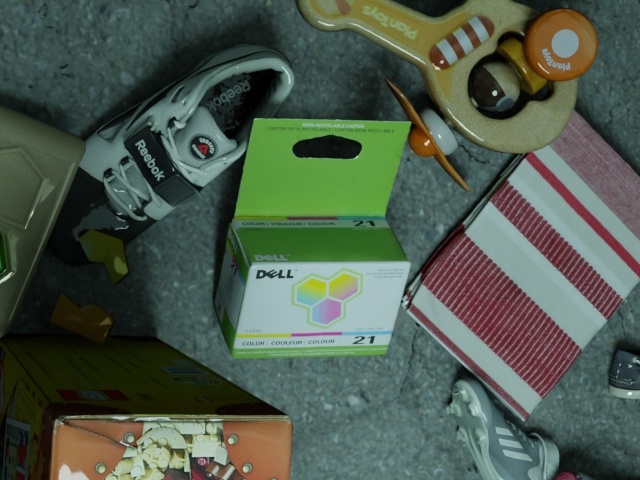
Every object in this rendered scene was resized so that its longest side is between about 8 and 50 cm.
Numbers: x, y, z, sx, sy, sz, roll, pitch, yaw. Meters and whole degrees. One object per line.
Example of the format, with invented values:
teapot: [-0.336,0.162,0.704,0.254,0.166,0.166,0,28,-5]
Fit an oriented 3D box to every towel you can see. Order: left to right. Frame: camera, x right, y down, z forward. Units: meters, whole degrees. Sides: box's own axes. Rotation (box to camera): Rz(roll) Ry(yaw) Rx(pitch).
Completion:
towel: [0.275,0.027,1.595,0.237,0.037,0.329,43,82,-18]

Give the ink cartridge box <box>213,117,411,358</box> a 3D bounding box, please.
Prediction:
ink cartridge box: [0.000,0.000,1.405,0.189,0.097,0.255,0,127,-19]

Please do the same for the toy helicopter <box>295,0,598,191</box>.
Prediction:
toy helicopter: [0.127,-0.208,1.501,0.355,0.140,0.235,25,94,-8]

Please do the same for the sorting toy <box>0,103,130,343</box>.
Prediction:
sorting toy: [-0.336,-0.021,1.328,0.307,0.041,0.229,22,85,2]

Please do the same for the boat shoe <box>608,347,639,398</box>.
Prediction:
boat shoe: [0.465,0.160,1.647,0.206,0.075,0.065,-4,98,-14]

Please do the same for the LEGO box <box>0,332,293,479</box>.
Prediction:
LEGO box: [-0.200,0.300,1.205,0.193,0.500,0.372,3,92,-20]

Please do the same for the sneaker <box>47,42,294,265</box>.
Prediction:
sneaker: [-0.162,-0.099,1.382,0.330,0.146,0.122,-44,107,-10]

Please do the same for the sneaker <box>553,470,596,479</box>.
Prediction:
sneaker: [0.396,0.349,1.619,0.299,0.121,0.112,30,67,-31]

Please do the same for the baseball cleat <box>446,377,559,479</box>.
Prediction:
baseball cleat: [0.227,0.243,1.581,0.109,0.072,0.206,-28,111,-22]
